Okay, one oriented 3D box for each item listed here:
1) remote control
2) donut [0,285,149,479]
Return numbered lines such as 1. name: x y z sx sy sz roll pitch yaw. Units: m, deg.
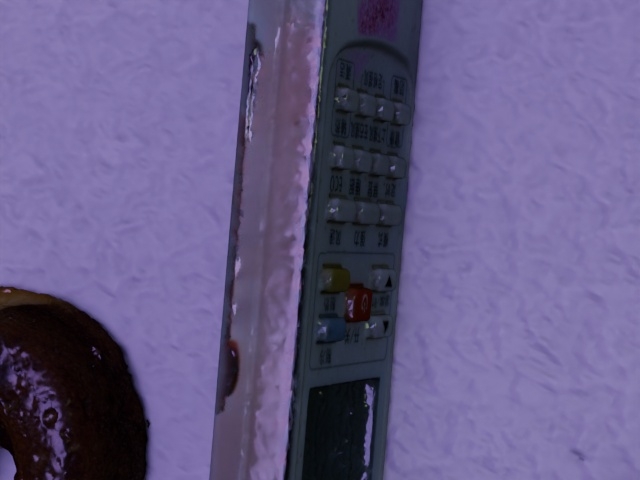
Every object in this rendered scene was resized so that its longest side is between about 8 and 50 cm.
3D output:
1. remote control: 0.001 0.000 0.895 0.050 0.145 0.344 5 92 21
2. donut: -0.178 0.118 0.984 0.166 0.073 0.184 21 97 13
